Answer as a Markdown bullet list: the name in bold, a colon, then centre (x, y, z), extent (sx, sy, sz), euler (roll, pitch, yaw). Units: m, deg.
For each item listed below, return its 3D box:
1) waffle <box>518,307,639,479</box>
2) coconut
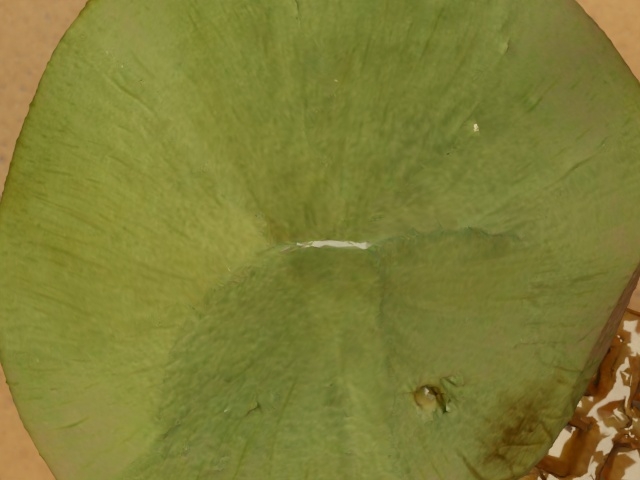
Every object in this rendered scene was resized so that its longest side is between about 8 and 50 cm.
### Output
- **waffle**: centre (0.217, 0.168, 0.775), extent (0.308, 0.091, 0.212), euler (21, 88, -1)
- **coconut**: centre (0.000, 0.000, 0.658), extent (0.328, 0.328, 0.281), euler (-32, 90, -1)
